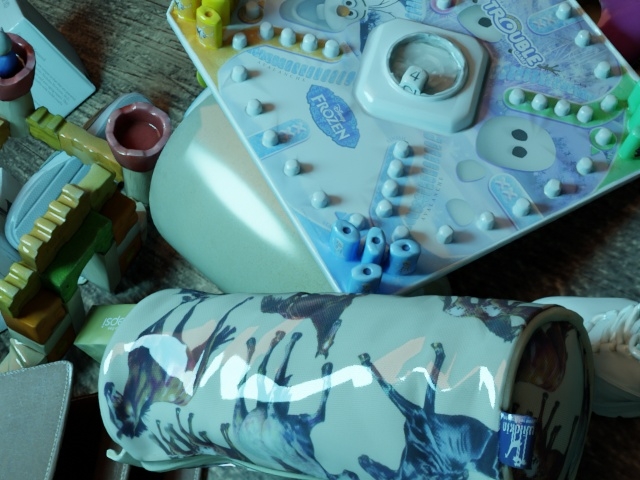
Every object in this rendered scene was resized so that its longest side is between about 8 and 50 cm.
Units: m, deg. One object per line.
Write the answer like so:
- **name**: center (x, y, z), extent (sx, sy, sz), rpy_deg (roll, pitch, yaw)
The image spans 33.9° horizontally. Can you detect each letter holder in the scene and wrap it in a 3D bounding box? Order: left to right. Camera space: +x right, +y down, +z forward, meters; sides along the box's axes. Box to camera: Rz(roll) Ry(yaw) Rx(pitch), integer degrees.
- **letter holder**: center (-0.253, 0.285, 1.074), extent (0.214, 0.152, 0.302), rpy_deg (-15, 47, 26)

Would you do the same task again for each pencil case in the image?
- **pencil case**: center (0.008, 0.134, 0.872), extent (0.410, 0.160, 0.183), rpy_deg (1, 60, 31)

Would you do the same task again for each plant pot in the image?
- **plant pot**: center (0.000, 0.000, 1.077), extent (0.256, 0.256, 0.274), rpy_deg (-42, 55, 1)

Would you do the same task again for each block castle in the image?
- **block castle**: center (-0.411, -0.028, 1.308), extent (0.303, 0.213, 0.453), rpy_deg (28, 62, 8)

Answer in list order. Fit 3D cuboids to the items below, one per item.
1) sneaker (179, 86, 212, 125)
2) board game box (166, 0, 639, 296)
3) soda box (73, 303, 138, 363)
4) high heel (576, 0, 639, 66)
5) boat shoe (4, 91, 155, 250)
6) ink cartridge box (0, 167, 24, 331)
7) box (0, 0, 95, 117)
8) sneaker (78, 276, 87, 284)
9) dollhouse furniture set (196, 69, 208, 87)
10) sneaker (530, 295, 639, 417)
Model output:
- **sneaker**: center (-0.029, -0.199, 1.348), extent (0.319, 0.127, 0.208), rpy_deg (-55, 38, 0)
- **board game box**: center (0.103, -0.172, 1.031), extent (0.390, 0.050, 0.390), rpy_deg (-25, 66, -16)
- **soda box**: center (-0.207, 0.114, 1.256), extent (0.181, 0.061, 0.058), rpy_deg (-4, 53, 37)
- **high heel**: center (0.207, -0.232, 1.138), extent (0.377, 0.181, 0.127), rpy_deg (-28, 41, 16)
- **boat shoe**: center (-0.353, -0.096, 1.548), extent (0.094, 0.109, 0.302), rpy_deg (-5, 41, 56)
- **ink cartridge box**: center (-0.506, 0.032, 1.540), extent (0.172, 0.100, 0.237), rpy_deg (-29, 41, 14)
- **box**: center (-0.496, -0.310, 1.775), extent (0.119, 0.182, 0.181), rpy_deg (-40, 39, 3)
- **sneaker**: center (-0.324, 0.019, 1.455), extent (0.032, 0.037, 0.083), rpy_deg (-1, 53, 40)
- **dollhouse furniture set**: center (-0.105, -0.399, 1.458), extent (0.303, 0.286, 0.198), rpy_deg (-37, 38, -12)
- **sneaker**: center (0.277, 0.088, 0.838), extent (0.297, 0.129, 0.111), rpy_deg (13, 66, 46)
